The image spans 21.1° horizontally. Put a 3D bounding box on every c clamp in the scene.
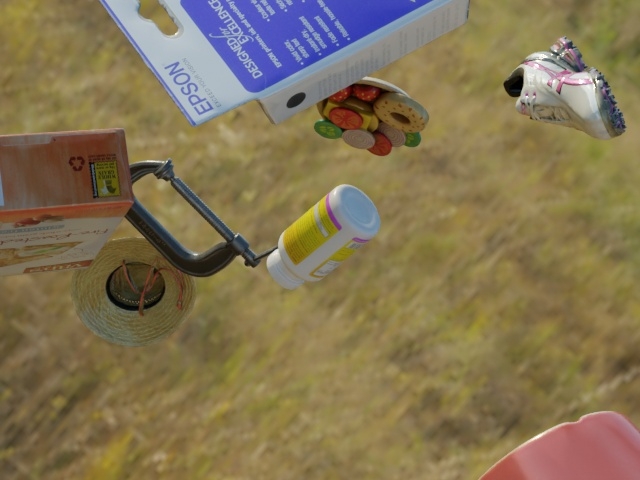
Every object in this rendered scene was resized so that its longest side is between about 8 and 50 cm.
[{"bbox_3d":[-0.122,-0.024,1.629,0.160,0.137,0.022,42,48,-11],"label":"c clamp"}]

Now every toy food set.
[{"bbox_3d":[0.036,-0.090,1.253,0.083,0.082,0.020,18,61,-4],"label":"toy food set"}]

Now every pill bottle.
[{"bbox_3d":[0.000,0.000,1.195,0.043,0.083,0.043,31,37,-28],"label":"pill bottle"}]

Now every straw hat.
[{"bbox_3d":[-0.208,0.048,1.955,0.144,0.144,0.061,37,20,-12],"label":"straw hat"}]

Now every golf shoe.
[{"bbox_3d":[0.235,-0.132,1.649,0.067,0.086,0.186,61,2,-25],"label":"golf shoe"}]

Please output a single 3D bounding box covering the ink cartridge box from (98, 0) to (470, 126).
[{"bbox_3d":[-0.042,-0.175,1.136,0.206,0.208,0.045,54,-17,30],"label":"ink cartridge box"}]

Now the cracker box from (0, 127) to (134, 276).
[{"bbox_3d":[-0.251,-0.024,1.397,0.232,0.155,0.067,141,-58,-69],"label":"cracker box"}]

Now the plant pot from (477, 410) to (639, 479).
[{"bbox_3d":[0.274,0.314,1.633,0.275,0.275,0.243,18,36,-55],"label":"plant pot"}]
